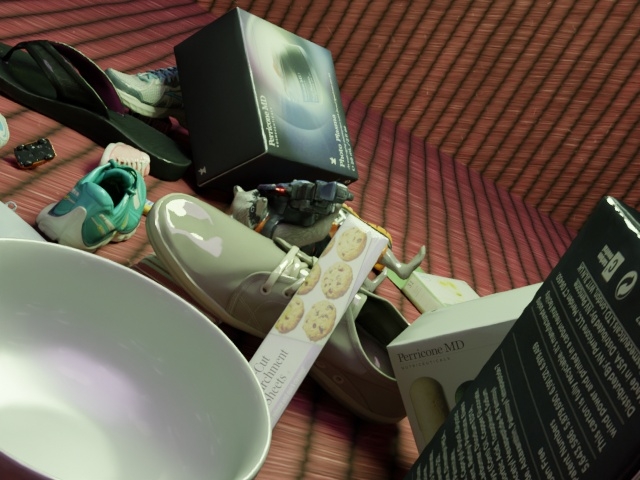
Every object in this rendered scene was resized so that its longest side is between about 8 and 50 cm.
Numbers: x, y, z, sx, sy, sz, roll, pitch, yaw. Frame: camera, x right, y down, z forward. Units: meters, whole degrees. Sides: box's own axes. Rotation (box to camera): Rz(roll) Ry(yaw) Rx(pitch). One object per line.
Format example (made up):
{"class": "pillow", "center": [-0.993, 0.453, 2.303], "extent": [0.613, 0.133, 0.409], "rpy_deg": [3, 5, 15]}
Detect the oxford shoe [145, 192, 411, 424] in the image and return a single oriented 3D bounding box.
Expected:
{"class": "oxford shoe", "center": [-0.029, 0.072, 1.161], "extent": [0.449, 0.130, 0.169], "rpy_deg": [38, 41, -5]}

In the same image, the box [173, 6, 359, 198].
{"class": "box", "center": [-0.099, -0.242, 1.670], "extent": [0.294, 0.182, 0.296], "rpy_deg": [9, 64, -52]}

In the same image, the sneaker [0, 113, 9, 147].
{"class": "sneaker", "center": [-0.547, -0.200, 1.210], "extent": [0.237, 0.085, 0.086], "rpy_deg": [30, 3, -6]}

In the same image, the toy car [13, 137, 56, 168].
{"class": "toy car", "center": [-0.401, -0.097, 1.294], "extent": [0.122, 0.060, 0.040], "rpy_deg": [49, -25, 0]}

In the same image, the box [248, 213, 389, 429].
{"class": "box", "center": [-0.019, 0.104, 1.030], "extent": [0.067, 0.063, 0.324], "rpy_deg": [33, 55, 3]}

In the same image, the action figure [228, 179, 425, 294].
{"class": "action figure", "center": [0.000, 0.000, 1.447], "extent": [0.330, 0.178, 0.341], "rpy_deg": [23, -5, -11]}

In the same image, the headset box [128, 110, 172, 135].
{"class": "headset box", "center": [-0.338, -0.244, 1.744], "extent": [0.083, 0.032, 0.062], "rpy_deg": [19, 22, -29]}

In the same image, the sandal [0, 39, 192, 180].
{"class": "sandal", "center": [-0.418, -0.265, 1.551], "extent": [0.445, 0.107, 0.167], "rpy_deg": [30, 19, -9]}

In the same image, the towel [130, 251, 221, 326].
{"class": "towel", "center": [-0.162, 0.051, 1.227], "extent": [0.144, 0.029, 0.197], "rpy_deg": [34, 29, 12]}

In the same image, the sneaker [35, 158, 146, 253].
{"class": "sneaker", "center": [-0.288, -0.058, 1.206], "extent": [0.107, 0.110, 0.275], "rpy_deg": [42, 14, -9]}

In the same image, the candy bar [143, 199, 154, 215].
{"class": "candy bar", "center": [-0.288, -0.059, 1.374], "extent": [0.161, 0.018, 0.040], "rpy_deg": [28, 18, -12]}

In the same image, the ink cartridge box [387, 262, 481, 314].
{"class": "ink cartridge box", "center": [0.226, 0.093, 1.745], "extent": [0.171, 0.056, 0.235], "rpy_deg": [13, 28, -43]}

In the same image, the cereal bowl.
{"class": "cereal bowl", "center": [-0.219, 0.148, 0.757], "extent": [0.339, 0.141, 0.339], "rpy_deg": [28, 18, -10]}

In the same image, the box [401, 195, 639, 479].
{"class": "box", "center": [0.314, 0.305, 0.678], "extent": [0.480, 0.472, 0.297], "rpy_deg": [29, 17, -7]}

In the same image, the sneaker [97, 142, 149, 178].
{"class": "sneaker", "center": [-0.321, -0.127, 1.440], "extent": [0.070, 0.051, 0.134], "rpy_deg": [25, 15, -3]}

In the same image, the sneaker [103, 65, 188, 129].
{"class": "sneaker", "center": [-0.299, -0.304, 1.711], "extent": [0.283, 0.122, 0.110], "rpy_deg": [12, 26, -44]}

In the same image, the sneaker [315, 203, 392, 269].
{"class": "sneaker", "center": [0.053, -0.009, 1.693], "extent": [0.215, 0.084, 0.083], "rpy_deg": [22, 33, -19]}

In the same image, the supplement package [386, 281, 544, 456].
{"class": "supplement package", "center": [0.230, 0.207, 1.045], "extent": [0.198, 0.199, 0.263], "rpy_deg": [-22, 95, -68]}

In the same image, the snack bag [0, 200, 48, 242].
{"class": "snack bag", "center": [-0.465, -0.019, 0.964], "extent": [0.342, 0.037, 0.323], "rpy_deg": [38, 20, 10]}
